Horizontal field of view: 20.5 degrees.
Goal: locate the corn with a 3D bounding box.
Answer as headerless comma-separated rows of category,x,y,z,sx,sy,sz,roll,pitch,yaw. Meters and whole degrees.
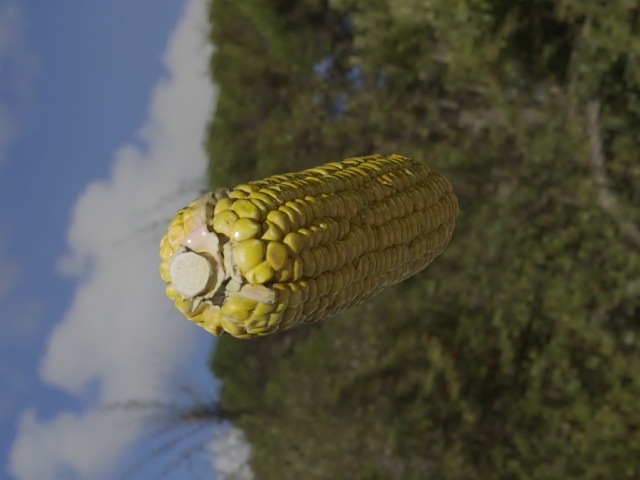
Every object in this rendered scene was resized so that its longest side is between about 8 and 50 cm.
corn,0.000,0.000,0.912,0.238,0.080,0.080,-15,-60,-56
